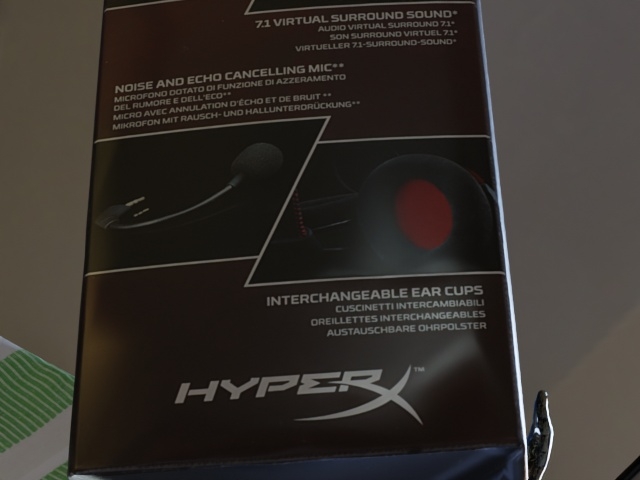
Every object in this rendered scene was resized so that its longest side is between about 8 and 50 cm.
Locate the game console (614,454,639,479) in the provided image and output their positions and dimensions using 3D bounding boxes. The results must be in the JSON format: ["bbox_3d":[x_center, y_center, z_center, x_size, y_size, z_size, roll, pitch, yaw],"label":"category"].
[{"bbox_3d":[0.190,0.124,1.112,0.071,0.107,0.122,-11,-31,-3],"label":"game console"}]

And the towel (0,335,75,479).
[{"bbox_3d":[-0.230,0.186,1.488,0.248,0.325,0.038,-33,-41,-50],"label":"towel"}]

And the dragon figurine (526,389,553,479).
[{"bbox_3d":[0.001,0.190,0.646,0.289,0.144,0.085,-39,-67,10],"label":"dragon figurine"}]

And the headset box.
[{"bbox_3d":[0.000,0.000,0.575,0.110,0.293,0.218,-4,-39,3],"label":"headset box"}]
